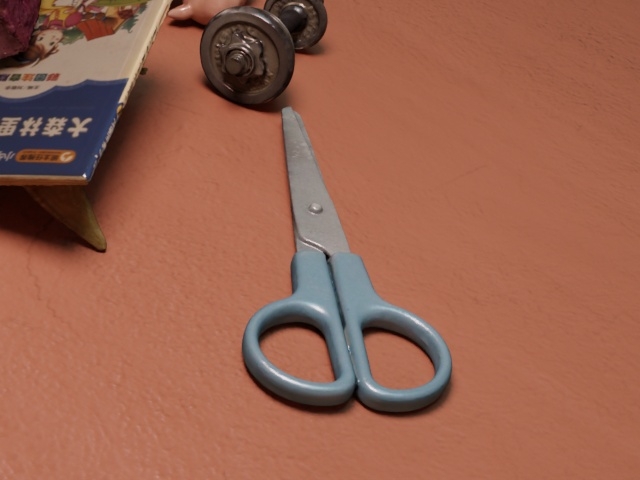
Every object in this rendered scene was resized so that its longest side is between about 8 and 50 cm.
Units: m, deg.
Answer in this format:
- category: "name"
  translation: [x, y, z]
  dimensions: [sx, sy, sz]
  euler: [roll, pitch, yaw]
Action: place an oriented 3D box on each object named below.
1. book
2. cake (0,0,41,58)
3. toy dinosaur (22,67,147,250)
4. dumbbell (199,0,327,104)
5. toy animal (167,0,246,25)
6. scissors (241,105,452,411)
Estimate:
- category: "book"
  translation: [-0.274, -0.171, 1.513]
  dimensions: [0.228, 0.018, 0.322]
  euler: [0, 47, 19]
- category: "cake"
  translation: [-0.332, -0.265, 1.564]
  dimensions: [0.116, 0.113, 0.295]
  euler: [-8, 32, 8]
- category: "toy dinosaur"
  translation: [-0.259, -0.127, 1.556]
  dimensions: [0.206, 0.113, 0.327]
  euler: [-36, 45, -17]
- category: "dumbbell"
  translation: [-0.050, -0.235, 1.756]
  dimensions: [0.110, 0.110, 0.254]
  euler: [23, 31, 10]
- category: "toy animal"
  translation: [-0.115, -0.297, 1.834]
  dimensions: [0.083, 0.089, 0.150]
  euler: [2, 35, 21]
- category: "scissors"
  translation: [0.000, 0.000, 1.519]
  dimensions: [0.192, 0.029, 0.447]
  euler: [4, 38, -15]
